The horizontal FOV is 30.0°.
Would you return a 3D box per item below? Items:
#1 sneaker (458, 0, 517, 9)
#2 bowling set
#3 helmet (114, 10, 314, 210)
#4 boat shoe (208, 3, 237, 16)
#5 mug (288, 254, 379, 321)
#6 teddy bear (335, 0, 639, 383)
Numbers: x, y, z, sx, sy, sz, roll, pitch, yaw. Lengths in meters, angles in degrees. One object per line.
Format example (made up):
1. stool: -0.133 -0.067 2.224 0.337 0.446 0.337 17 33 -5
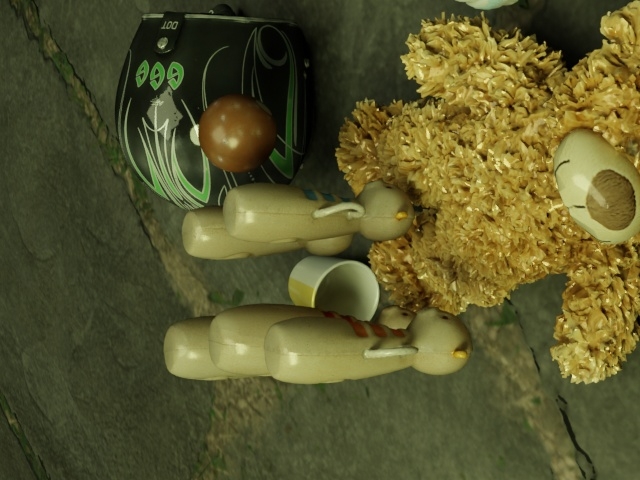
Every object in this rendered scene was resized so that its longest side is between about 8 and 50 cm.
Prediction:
1. sneaker: 0.043 -0.320 0.707 0.135 0.150 0.365 139 128 -68
2. bowling set: 0.000 0.000 0.803 0.287 0.154 0.199 175 94 -67
3. helmet: -0.085 -0.100 0.970 0.169 0.169 0.161 12 102 51
4. boat shoe: -0.107 -0.154 1.086 0.142 0.049 0.040 -50 48 41
5. mug: -0.001 0.043 0.973 0.064 0.078 0.062 23 134 57
6. teddy bear: 0.121 -0.031 0.762 0.338 0.113 0.245 15 113 51
